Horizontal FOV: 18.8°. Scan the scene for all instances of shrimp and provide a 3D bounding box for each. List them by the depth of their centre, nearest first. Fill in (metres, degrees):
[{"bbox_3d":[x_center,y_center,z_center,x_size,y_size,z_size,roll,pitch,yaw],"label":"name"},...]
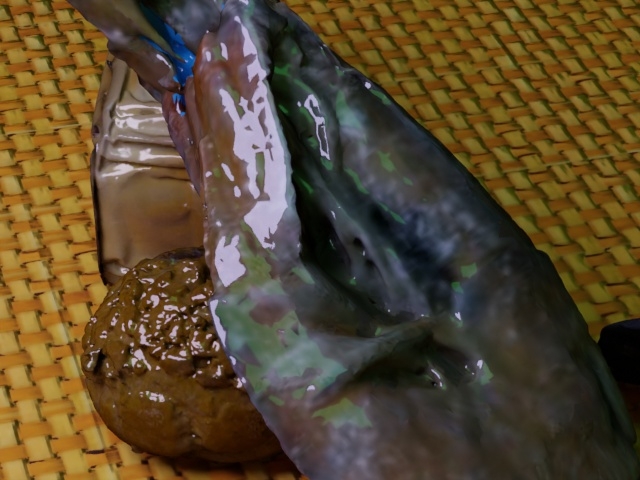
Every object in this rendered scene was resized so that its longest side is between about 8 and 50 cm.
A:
[{"bbox_3d":[0.000,0.000,1.009,0.446,0.110,0.221,51,45,6],"label":"shrimp"}]

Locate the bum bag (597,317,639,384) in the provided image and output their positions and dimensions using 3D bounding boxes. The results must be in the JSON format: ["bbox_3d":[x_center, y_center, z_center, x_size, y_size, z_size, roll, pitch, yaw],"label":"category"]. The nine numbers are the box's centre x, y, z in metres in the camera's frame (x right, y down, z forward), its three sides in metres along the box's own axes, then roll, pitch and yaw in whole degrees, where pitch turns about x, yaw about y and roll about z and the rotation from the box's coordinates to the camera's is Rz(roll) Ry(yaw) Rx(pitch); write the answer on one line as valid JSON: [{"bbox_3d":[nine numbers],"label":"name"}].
[{"bbox_3d":[0.280,0.059,1.091,0.248,0.123,0.060,-6,82,-4],"label":"bum bag"}]

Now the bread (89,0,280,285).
[{"bbox_3d":[-0.079,-0.076,1.212,0.107,0.136,0.241,4,36,1],"label":"bread"}]

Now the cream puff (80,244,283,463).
[{"bbox_3d":[-0.059,0.058,1.063,0.143,0.103,0.126,12,37,2],"label":"cream puff"}]
